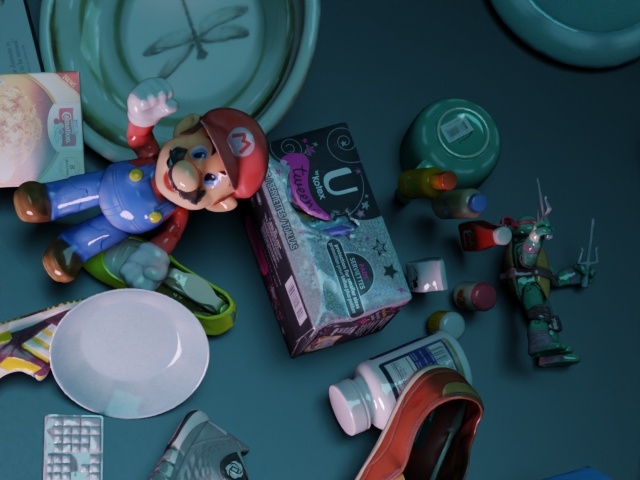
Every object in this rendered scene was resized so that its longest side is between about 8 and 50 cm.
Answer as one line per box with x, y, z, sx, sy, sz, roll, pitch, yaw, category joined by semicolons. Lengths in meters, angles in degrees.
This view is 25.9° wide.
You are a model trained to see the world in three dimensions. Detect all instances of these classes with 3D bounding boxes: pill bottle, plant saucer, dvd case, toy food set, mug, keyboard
0.101;0.186;1.785;0.169;0.094;0.094;-21;77;-18;pill bottle
-0.234;0.131;1.711;0.194;0.195;0.037;6;31;-10;plant saucer
0.392;-0.408;2.060;0.317;0.044;0.318;4;71;-12;plant saucer
-0.498;-0.244;1.823;0.253;0.022;0.180;-14;75;-9;dvd case
0.182;0.015;1.819;0.111;0.104;0.232;-10;94;-25;toy food set
0.179;-0.118;1.902;0.129;0.097;0.158;14;69;-8;mug
-0.174;-0.281;1.826;0.400;0.100;0.401;-1;87;20;plant saucer
-0.300;0.338;1.688;0.072;0.014;0.256;1;72;-10;keyboard

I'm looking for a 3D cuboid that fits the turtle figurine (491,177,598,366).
0.301;0.046;1.870;0.175;0.118;0.234;18;63;-50;turtle figurine

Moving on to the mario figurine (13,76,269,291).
-0.212;-0.062;1.665;0.320;0.198;0.170;-23;47;15;mario figurine

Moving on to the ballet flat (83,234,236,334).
-0.206;0.043;1.774;0.231;0.077;0.077;30;70;-1;ballet flat

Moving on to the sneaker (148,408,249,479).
-0.155;0.328;1.687;0.132;0.086;0.229;31;67;-3;sneaker

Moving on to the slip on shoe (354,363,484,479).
0.107;0.313;1.699;0.123;0.101;0.331;24;89;-24;slip on shoe

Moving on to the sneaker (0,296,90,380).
-0.338;0.127;1.730;0.185;0.069;0.084;-17;90;-15;sneaker

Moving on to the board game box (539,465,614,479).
0.227;0.459;1.660;0.301;0.086;0.308;-13;100;-16;board game box

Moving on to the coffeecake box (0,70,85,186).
-0.395;-0.139;1.770;0.185;0.068;0.142;-4;93;-9;coffeecake box

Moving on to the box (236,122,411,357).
0.000;0.000;1.787;0.142;0.163;0.247;-17;76;-17;box
